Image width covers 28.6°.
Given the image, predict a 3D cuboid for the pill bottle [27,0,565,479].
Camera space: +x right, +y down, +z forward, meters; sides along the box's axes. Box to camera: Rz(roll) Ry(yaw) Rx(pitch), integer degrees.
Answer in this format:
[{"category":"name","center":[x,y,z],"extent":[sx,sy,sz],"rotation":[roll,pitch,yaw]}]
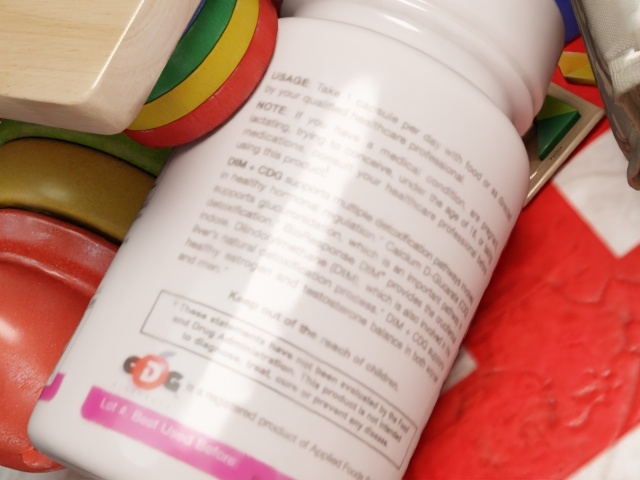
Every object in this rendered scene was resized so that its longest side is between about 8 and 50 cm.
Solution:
[{"category":"pill bottle","center":[0.000,0.000,0.582],"extent":[0.160,0.160,0.283],"rotation":[13,70,41]}]

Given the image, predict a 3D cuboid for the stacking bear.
[{"category":"stacking bear","center":[-0.119,-0.015,0.680],"extent":[0.175,0.164,0.289],"rotation":[2,59,39]}]

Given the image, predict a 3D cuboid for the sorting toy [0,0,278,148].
[{"category":"sorting toy","center":[-0.099,-0.157,0.591],"extent":[0.257,0.089,0.256],"rotation":[13,69,42]}]

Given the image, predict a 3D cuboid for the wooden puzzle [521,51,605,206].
[{"category":"wooden puzzle","center":[0.104,-0.058,0.659],"extent":[0.078,0.014,0.116],"rotation":[28,79,45]}]

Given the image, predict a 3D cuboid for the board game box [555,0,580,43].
[{"category":"board game box","center":[0.212,-0.293,0.703],"extent":[0.347,0.078,0.233],"rotation":[-35,45,11]}]

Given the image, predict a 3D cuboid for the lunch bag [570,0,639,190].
[{"category":"lunch bag","center":[0.228,-0.178,0.500],"extent":[0.286,0.169,0.235],"rotation":[-16,73,12]}]
